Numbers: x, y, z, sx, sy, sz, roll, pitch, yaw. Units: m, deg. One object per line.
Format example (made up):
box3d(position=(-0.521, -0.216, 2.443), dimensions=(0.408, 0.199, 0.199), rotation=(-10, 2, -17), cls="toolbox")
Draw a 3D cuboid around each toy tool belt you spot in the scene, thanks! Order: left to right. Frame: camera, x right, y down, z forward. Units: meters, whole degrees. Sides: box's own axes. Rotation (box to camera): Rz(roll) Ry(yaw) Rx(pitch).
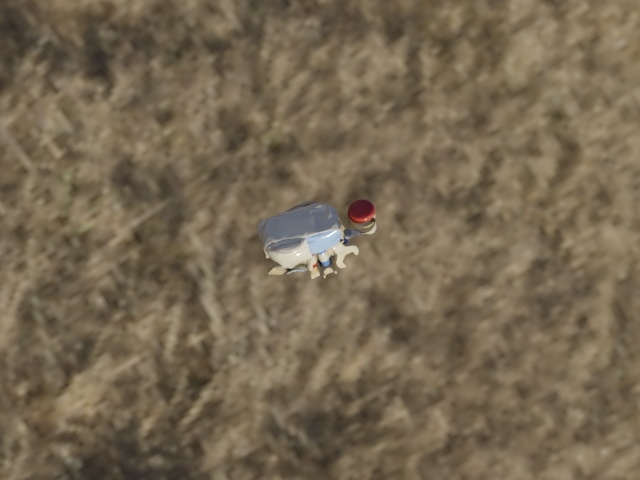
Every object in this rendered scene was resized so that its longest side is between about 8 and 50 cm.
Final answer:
box3d(position=(0.000, 0.000, 1.346), dimensions=(0.051, 0.083, 0.052), rotation=(77, -2, -54), cls="toy tool belt")
